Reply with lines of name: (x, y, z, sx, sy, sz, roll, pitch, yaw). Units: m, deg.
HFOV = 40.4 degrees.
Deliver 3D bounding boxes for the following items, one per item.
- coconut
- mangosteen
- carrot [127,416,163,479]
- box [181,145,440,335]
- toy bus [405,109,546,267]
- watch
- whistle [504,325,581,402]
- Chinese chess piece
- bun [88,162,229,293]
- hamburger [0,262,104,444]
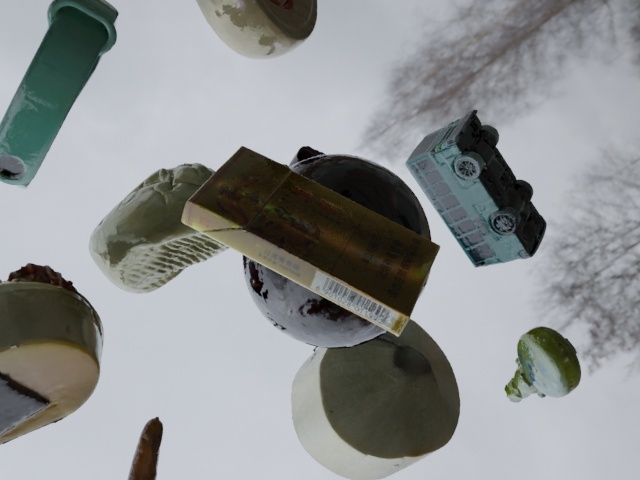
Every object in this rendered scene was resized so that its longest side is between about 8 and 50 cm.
coconut: (0.100, 0.287, 1.612, 0.323, 0.323, 0.323, 40, -150, -28)
mangosteen: (0.000, 0.000, 1.004, 0.265, 0.228, 0.228, 36, -167, 34)
carrot: (-0.276, 0.374, 1.338, 0.061, 0.061, 0.210, 20, -100, -49)
box: (-0.003, -0.004, 0.568, 0.156, 0.022, 0.089, 29, -145, 5)
toy bus: (0.275, -0.081, 1.529, 0.256, 0.147, 0.128, 55, -138, -15)
watch: (-0.277, -0.163, 0.897, 0.068, 0.237, 0.195, 29, -143, -19)
whistle: (0.323, 0.193, 1.282, 0.104, 0.057, 0.198, 57, 161, 20)
Chinese chess piece: (-0.109, -0.433, 1.433, 0.273, 0.102, 0.273, 35, -133, -48)
bun: (-0.221, -0.026, 1.235, 0.229, 0.229, 0.145, 7, -124, -57)
hamburger: (-0.423, 0.154, 1.110, 0.227, 0.295, 0.151, 75, 169, -47)
